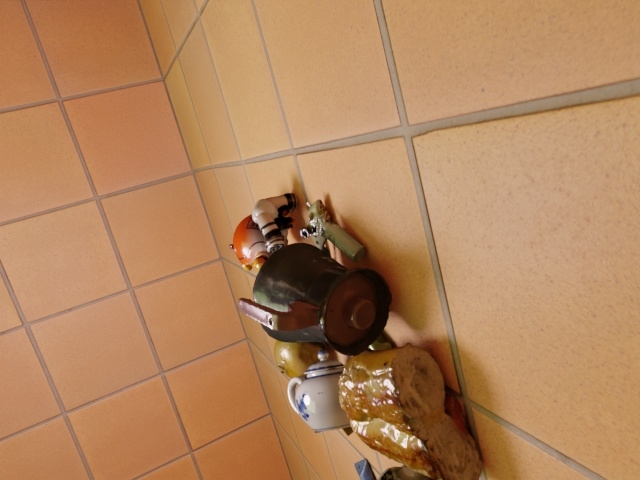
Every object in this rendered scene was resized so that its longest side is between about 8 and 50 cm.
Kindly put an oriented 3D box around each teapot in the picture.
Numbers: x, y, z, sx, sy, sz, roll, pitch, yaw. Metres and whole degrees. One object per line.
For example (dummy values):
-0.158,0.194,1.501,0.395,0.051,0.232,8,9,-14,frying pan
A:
0.028,0.540,1.753,0.424,0.253,0.279,-26,67,40,teapot
-0.026,0.170,1.345,0.362,0.376,0.305,7,100,50,teapot

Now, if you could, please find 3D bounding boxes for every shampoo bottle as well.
0.054,-0.010,1.420,0.195,0.056,0.056,42,146,36,shampoo bottle

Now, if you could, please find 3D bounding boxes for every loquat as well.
-0.075,0.447,1.965,0.244,0.244,0.243,50,152,41,loquat

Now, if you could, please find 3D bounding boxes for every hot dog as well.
0.209,0.457,1.292,0.365,0.196,0.367,-28,91,57,hot dog

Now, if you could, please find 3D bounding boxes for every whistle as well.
0.226,1.059,1.981,0.304,0.062,0.062,66,159,12,whistle

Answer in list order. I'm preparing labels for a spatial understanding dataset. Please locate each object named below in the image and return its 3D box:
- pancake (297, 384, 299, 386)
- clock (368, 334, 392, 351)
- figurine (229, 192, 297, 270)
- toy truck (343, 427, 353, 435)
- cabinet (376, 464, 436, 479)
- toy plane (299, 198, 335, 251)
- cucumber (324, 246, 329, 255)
-0.090,0.758,2.443,0.184,0.020,0.190,63,-177,28,pancake
0.140,0.317,1.521,0.232,0.069,0.170,53,154,40,clock
-0.212,-0.021,1.776,0.323,0.196,0.319,-51,17,48,figurine
0.062,0.680,1.971,0.257,0.127,0.127,26,146,62,toy truck
0.270,0.785,1.317,0.317,0.290,0.227,70,158,5,cabinet
0.000,0.000,1.552,0.108,0.092,0.286,19,123,28,toy plane
0.014,0.070,1.648,0.039,0.039,0.167,26,134,61,cucumber
